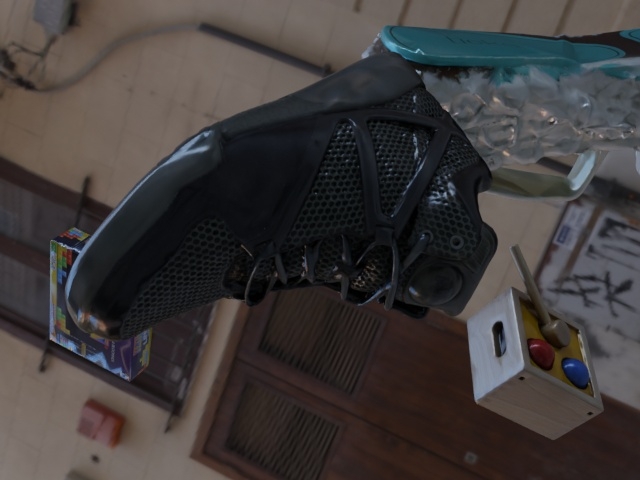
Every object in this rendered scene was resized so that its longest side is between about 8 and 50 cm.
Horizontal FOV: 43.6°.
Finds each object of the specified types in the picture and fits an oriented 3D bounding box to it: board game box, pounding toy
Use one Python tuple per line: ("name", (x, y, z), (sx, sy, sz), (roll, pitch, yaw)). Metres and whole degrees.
("board game box", (-0.293, 0.087, 1.070), (0.048, 0.141, 0.170), (-41, -31, -52))
("pounding toy", (0.222, 0.105, 0.835), (0.100, 0.130, 0.141), (-45, 27, 37))

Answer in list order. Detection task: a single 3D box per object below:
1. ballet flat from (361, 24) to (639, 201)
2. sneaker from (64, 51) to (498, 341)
("ballet flat", (0.222, -0.097, 0.606), (0.147, 0.408, 0.147), (178, 90, -84))
("sneaker", (0.000, 0.000, 0.384), (0.227, 0.130, 0.087), (-31, -20, -34))
